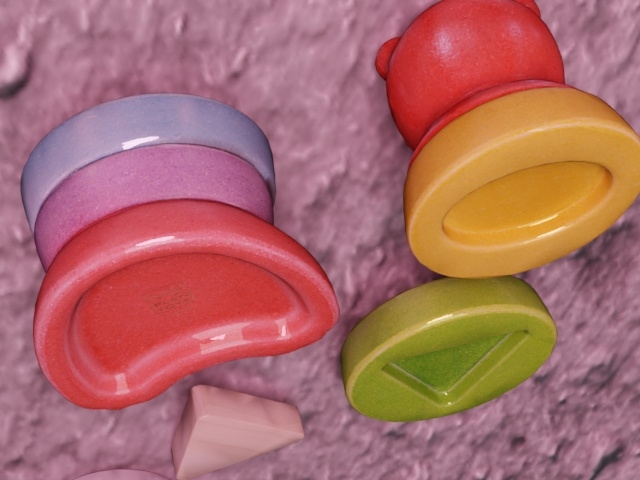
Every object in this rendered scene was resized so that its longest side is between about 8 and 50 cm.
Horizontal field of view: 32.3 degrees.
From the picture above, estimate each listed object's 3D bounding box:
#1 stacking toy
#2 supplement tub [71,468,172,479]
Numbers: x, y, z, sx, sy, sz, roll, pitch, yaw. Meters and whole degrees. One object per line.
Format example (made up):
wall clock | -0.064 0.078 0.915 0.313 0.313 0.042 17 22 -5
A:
stacking toy | 0.000 0.000 0.623 0.308 0.130 0.279 -14 147 -4
supplement tub | -0.113 0.244 0.642 0.144 0.200 0.144 -6 119 -11
